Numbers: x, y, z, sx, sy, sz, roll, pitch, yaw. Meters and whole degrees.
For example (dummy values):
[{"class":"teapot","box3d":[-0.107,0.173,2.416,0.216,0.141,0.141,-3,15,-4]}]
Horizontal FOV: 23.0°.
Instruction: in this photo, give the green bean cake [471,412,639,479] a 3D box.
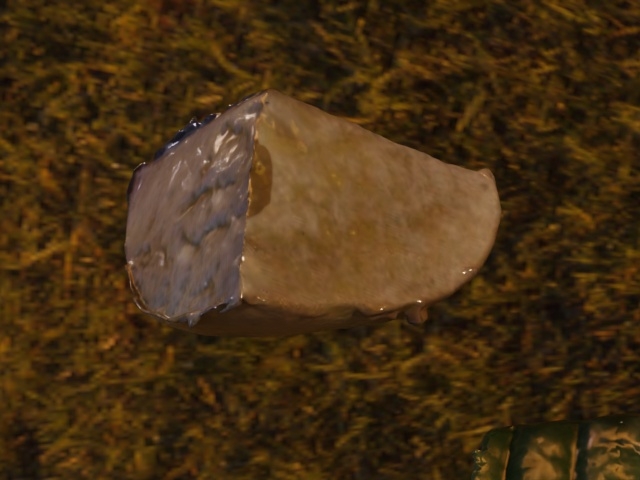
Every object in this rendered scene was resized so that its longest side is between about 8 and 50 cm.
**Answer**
[{"class":"green bean cake","box3d":[0.146,0.295,1.206,0.308,0.169,0.300,-6,126,20]}]

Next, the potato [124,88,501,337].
[{"class":"potato","box3d":[-0.010,0.022,1.276,0.189,0.264,0.211,-38,44,48]}]
